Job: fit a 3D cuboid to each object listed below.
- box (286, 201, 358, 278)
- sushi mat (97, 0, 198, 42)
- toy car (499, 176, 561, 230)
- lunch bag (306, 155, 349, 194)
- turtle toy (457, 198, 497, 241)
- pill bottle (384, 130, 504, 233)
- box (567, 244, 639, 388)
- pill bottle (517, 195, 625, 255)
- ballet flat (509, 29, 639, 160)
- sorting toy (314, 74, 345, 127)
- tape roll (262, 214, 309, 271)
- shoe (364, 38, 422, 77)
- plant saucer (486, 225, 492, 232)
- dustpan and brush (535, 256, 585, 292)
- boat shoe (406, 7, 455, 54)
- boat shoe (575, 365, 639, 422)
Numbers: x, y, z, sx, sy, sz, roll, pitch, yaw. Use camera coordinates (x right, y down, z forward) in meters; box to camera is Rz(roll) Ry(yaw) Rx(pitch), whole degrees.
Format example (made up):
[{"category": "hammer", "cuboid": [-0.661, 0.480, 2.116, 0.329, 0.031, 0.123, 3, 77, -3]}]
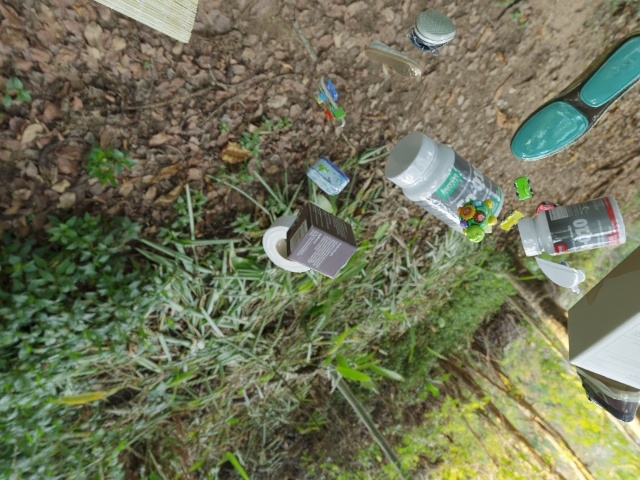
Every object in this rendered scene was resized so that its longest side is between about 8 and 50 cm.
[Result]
[{"category": "box", "cuboid": [0.000, 0.000, 1.478, 0.203, 0.167, 0.168, 27, 118, -23]}, {"category": "sushi mat", "cuboid": [-0.397, -0.573, 0.897, 0.317, 0.019, 0.151, -13, 123, -64]}, {"category": "toy car", "cuboid": [0.829, -0.166, 1.612, 0.239, 0.053, 0.224, -17, 117, 22]}, {"category": "lunch bag", "cuboid": [0.031, -0.283, 1.777, 0.090, 0.176, 0.219, -49, -172, -5]}, {"category": "turtle toy", "cuboid": [0.402, -0.054, 1.045, 0.066, 0.130, 0.095, 19, 147, -36]}, {"category": "pill bottle", "cuboid": [0.397, -0.184, 1.295, 0.361, 0.204, 0.204, 28, 111, -23]}, {"category": "box", "cuboid": [0.527, 0.098, 0.600, 0.311, 0.148, 0.121, 100, 13, -50]}, {"category": "pill bottle", "cuboid": [0.835, -0.038, 1.348, 0.284, 0.161, 0.161, -15, 167, 30]}, {"category": "ballet flat", "cuboid": [0.598, -0.317, 0.915, 0.123, 0.123, 0.348, -20, 160, -39]}, {"category": "sorting toy", "cuboid": [0.025, -0.526, 1.549, 0.047, 0.195, 0.347, -27, -165, 1]}, {"category": "tape roll", "cuboid": [-0.137, 0.019, 1.958, 0.100, 0.287, 0.286, -61, 173, -46]}, {"category": "shoe", "cuboid": [0.267, -0.653, 1.427, 0.058, 0.219, 0.076, -61, 174, -12]}, {"category": "plant saucer", "cuboid": [0.597, -0.125, 1.601, 0.045, 0.188, 0.188, -35, 135, -8]}, {"category": "dustpan and brush", "cuboid": [0.831, 0.126, 1.351, 0.060, 0.147, 0.211, -43, 120, -11]}, {"category": "boat shoe", "cuboid": [0.497, -0.936, 1.814, 0.155, 0.187, 0.500, -59, -177, 37]}, {"category": "boat shoe", "cuboid": [0.739, 0.391, 1.047, 0.285, 0.103, 0.092, 17, 81, -74]}]
